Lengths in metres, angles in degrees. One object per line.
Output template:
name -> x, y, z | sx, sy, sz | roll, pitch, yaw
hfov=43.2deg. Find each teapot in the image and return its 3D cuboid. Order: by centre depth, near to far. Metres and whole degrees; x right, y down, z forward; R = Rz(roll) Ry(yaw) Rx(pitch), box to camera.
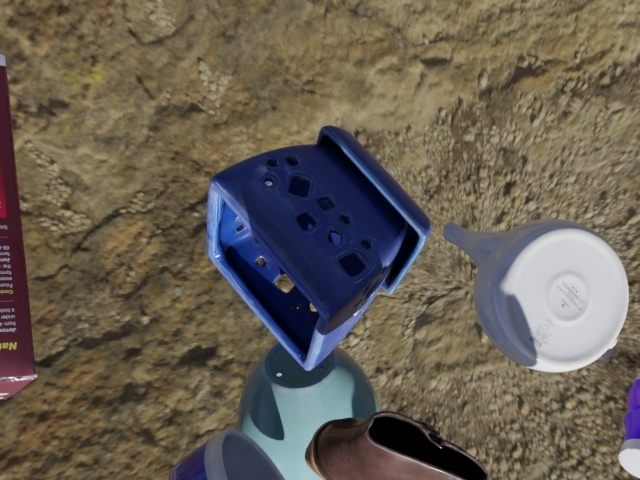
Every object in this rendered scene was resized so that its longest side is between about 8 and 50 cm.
teapot -> 0.346, 0.085, 1.284 | 0.253, 0.187, 0.255 | -7, 93, -15

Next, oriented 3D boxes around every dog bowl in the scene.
dog bowl -> -0.127, 0.447, 1.311 | 0.104, 0.265, 0.264 | -33, 82, 7

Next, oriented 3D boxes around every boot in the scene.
boot -> 0.109, 0.249, 0.789 | 0.249, 0.207, 0.090 | 30, 64, -8

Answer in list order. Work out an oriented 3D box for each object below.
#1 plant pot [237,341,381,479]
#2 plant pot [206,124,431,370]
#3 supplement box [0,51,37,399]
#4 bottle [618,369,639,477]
plant pot -> -0.029, 0.299, 1.570 | 0.291, 0.290, 0.195 | 2, 130, 11
plant pot -> 0.000, 0.000, 1.083 | 0.212, 0.236, 0.236 | -35, 75, -22
supplement box -> -0.271, -0.013, 0.533 | 0.073, 0.130, 0.239 | -33, 63, 49
bottle -> 0.554, 0.255, 1.289 | 0.118, 0.092, 0.283 | 26, 48, 24
